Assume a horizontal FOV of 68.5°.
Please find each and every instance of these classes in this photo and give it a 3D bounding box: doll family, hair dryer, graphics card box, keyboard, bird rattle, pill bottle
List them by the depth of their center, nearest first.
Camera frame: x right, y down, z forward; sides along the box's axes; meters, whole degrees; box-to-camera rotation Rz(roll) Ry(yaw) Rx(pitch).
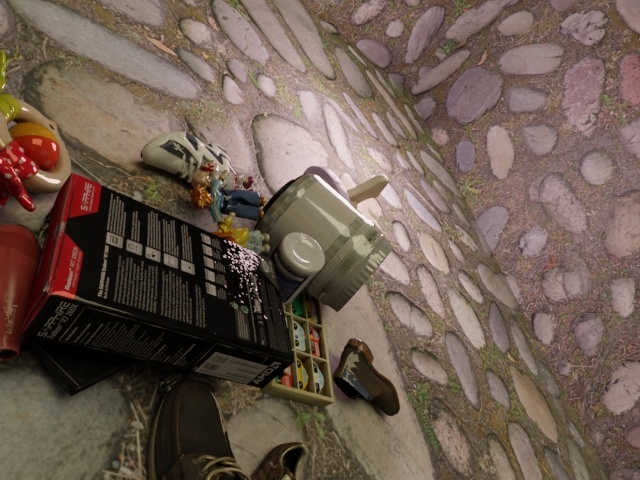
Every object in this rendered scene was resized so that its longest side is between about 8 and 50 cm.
[{"bbox_3d":[-0.372,0.053,0.681,0.223,0.080,0.293,39,34,-9],"label":"hair dryer"},{"bbox_3d":[-0.221,0.071,0.715,0.370,0.094,0.233,25,31,-36],"label":"graphics card box"},{"bbox_3d":[-0.466,-0.152,0.732,0.254,0.143,0.207,59,8,14],"label":"bird rattle"},{"bbox_3d":[-0.258,0.157,0.749,0.201,0.033,0.317,34,27,18],"label":"keyboard"},{"bbox_3d":[-0.072,0.069,0.934,0.094,0.169,0.094,22,41,-21],"label":"pill bottle"},{"bbox_3d":[-0.186,-0.046,0.946,0.163,0.118,0.263,4,79,-43],"label":"doll family"}]

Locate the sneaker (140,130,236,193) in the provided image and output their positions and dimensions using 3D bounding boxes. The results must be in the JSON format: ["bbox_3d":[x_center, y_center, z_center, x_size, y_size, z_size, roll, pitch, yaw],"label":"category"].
[{"bbox_3d":[-0.265,-0.146,1.031,0.153,0.094,0.235,53,19,18],"label":"sneaker"}]

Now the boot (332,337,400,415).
[{"bbox_3d":[0.099,0.338,1.058,0.219,0.082,0.106,58,44,-14],"label":"boot"}]

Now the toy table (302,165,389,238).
[{"bbox_3d":[0.066,-0.086,1.309,0.160,0.252,0.274,-3,66,-36],"label":"toy table"}]

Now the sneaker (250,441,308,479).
[{"bbox_3d":[-0.080,0.394,0.752,0.066,0.071,0.188,49,30,-6],"label":"sneaker"}]

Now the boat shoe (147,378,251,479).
[{"bbox_3d":[-0.145,0.356,0.644,0.132,0.130,0.356,18,45,-44],"label":"boat shoe"}]

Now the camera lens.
[{"bbox_3d":[0.000,0.000,1.081,0.274,0.219,0.219,41,30,5],"label":"camera lens"}]

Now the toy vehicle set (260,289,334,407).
[{"bbox_3d":[-0.057,0.208,1.009,0.166,0.035,0.267,27,39,-36],"label":"toy vehicle set"}]
